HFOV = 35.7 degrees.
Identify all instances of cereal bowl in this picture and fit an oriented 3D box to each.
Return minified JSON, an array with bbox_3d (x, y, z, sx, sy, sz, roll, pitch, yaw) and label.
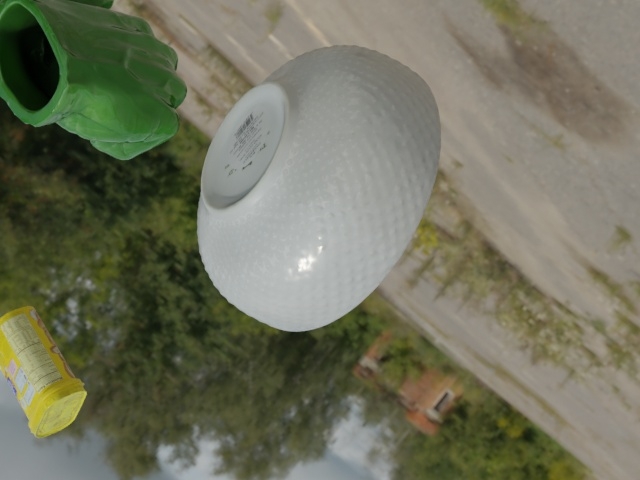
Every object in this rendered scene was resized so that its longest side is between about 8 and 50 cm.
[{"bbox_3d":[-0.033,-0.075,1.116,0.141,0.339,0.339,25,-174,-33],"label":"cereal bowl"}]

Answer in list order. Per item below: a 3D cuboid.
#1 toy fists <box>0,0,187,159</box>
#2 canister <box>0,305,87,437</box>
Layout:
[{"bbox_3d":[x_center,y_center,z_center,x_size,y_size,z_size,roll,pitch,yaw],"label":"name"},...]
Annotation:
[{"bbox_3d":[-0.212,-0.171,0.788,0.142,0.096,0.279,-1,-138,-51],"label":"toy fists"},{"bbox_3d":[-0.442,0.202,1.544,0.073,0.126,0.170,-19,-116,-40],"label":"canister"}]
